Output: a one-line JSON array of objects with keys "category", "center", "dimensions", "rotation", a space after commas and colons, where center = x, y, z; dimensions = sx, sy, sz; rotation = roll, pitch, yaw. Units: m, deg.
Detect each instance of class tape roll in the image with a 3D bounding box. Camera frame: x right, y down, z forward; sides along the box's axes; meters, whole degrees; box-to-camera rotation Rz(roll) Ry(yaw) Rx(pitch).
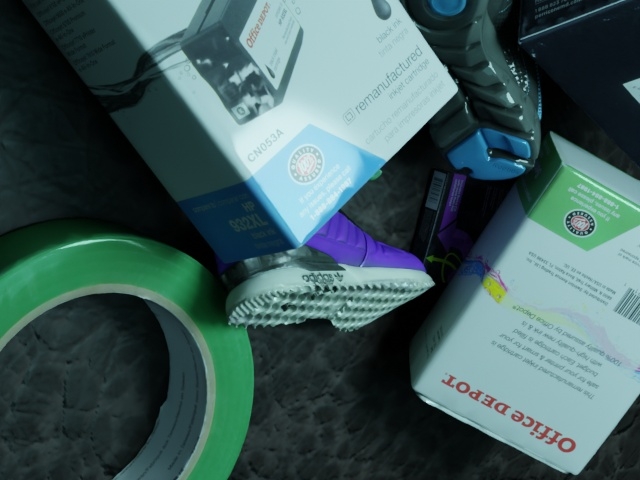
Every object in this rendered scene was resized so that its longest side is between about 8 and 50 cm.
[{"category": "tape roll", "center": [-0.212, 0.143, 1.213], "dimensions": [0.321, 0.077, 0.321], "rotation": [-11, 110, -34]}]

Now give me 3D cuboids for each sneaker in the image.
[{"category": "sneaker", "center": [0.117, -0.214, 1.267], "dimensions": [0.139, 0.125, 0.341], "rotation": [-75, 151, -42]}, {"category": "sneaker", "center": [0.000, 0.000, 1.305], "dimensions": [0.293, 0.102, 0.146], "rotation": [7, 56, -57]}]

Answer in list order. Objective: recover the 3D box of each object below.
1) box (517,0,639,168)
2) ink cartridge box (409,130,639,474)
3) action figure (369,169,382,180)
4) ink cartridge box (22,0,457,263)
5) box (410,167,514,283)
[{"category": "box", "center": [0.339, -0.256, 1.338], "dimensions": [0.296, 0.183, 0.294], "rotation": [36, 47, -41]}, {"category": "ink cartridge box", "center": [0.242, 0.065, 1.392], "dimensions": [0.201, 0.117, 0.278], "rotation": [28, 110, -10]}, {"category": "action figure", "center": [0.051, -0.171, 1.317], "dimensions": [0.137, 0.063, 0.232], "rotation": [-2, 101, -37]}, {"category": "ink cartridge box", "center": [-0.068, -0.171, 1.123], "dimensions": [0.223, 0.129, 0.307], "rotation": [-45, 107, -27]}, {"category": "box", "center": [0.171, -0.007, 1.473], "dimensions": [0.162, 0.029, 0.116], "rotation": [9, 99, -39]}]
